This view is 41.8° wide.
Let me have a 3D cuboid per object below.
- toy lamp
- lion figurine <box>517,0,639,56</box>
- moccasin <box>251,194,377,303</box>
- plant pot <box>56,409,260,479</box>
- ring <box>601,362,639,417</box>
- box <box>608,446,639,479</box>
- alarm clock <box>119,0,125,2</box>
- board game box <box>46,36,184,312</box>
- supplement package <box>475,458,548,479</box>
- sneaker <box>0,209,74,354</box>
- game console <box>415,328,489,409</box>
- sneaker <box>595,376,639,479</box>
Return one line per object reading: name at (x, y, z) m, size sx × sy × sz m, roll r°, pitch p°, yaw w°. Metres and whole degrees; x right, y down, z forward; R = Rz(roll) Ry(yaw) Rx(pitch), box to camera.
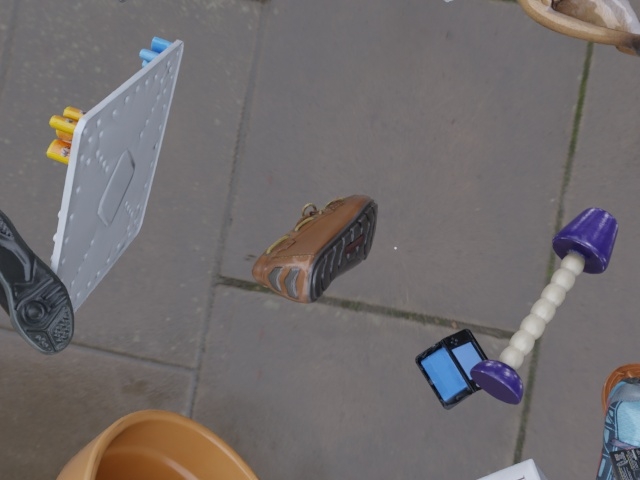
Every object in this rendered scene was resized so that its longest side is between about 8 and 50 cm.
toy lamp at (0.289, 0.074, 1.055) m, size 0.080 × 0.080 × 0.274 m, roll 35°, pitch 71°, yaw 4°
lion figurine at (0.270, -0.336, 0.825) m, size 0.240 × 0.142 × 0.392 m, roll 13°, pitch 66°, yaw 33°
moccasin at (0.000, 0.003, 1.542) m, size 0.147 × 0.380 × 0.139 m, roll 15°, pitch 121°, yaw 21°
plant pot at (-0.176, 0.336, 0.783) m, size 0.203 × 0.291 × 0.291 m, roll -36°, pitch 86°, yaw 17°
ring at (0.662, 0.354, 1.517) m, size 0.337 × 0.336 × 0.032 m, roll 32°, pitch 127°, yaw 5°
box at (0.272, 0.192, 0.667) m, size 0.067 × 0.083 × 0.018 m, roll -13°, pitch 106°, yaw 11°
alarm clock at (-0.129, -0.291, 0.727) m, size 0.129 × 0.064 × 0.192 m, roll 23°, pitch 67°, yaw 20°
board game box at (-0.338, -0.089, 1.309) m, size 0.050 × 0.390 × 0.390 m, roll 21°, pitch 121°, yaw 0°
supplement package at (0.079, 0.268, 0.488) m, size 0.203 × 0.149 × 0.194 m, roll -26°, pitch 56°, yaw 9°
sneaker at (-0.428, 0.058, 1.178) m, size 0.087 × 0.130 × 0.227 m, roll -38°, pitch 99°, yaw -24°
game console at (0.264, 0.249, 1.617) m, size 0.107 × 0.071 × 0.122 m, roll -33°, pitch 88°, yaw 45°
sneaker at (0.361, 0.278, 0.945) m, size 0.104 × 0.125 × 0.261 m, roll 9°, pitch 122°, yaw 30°
